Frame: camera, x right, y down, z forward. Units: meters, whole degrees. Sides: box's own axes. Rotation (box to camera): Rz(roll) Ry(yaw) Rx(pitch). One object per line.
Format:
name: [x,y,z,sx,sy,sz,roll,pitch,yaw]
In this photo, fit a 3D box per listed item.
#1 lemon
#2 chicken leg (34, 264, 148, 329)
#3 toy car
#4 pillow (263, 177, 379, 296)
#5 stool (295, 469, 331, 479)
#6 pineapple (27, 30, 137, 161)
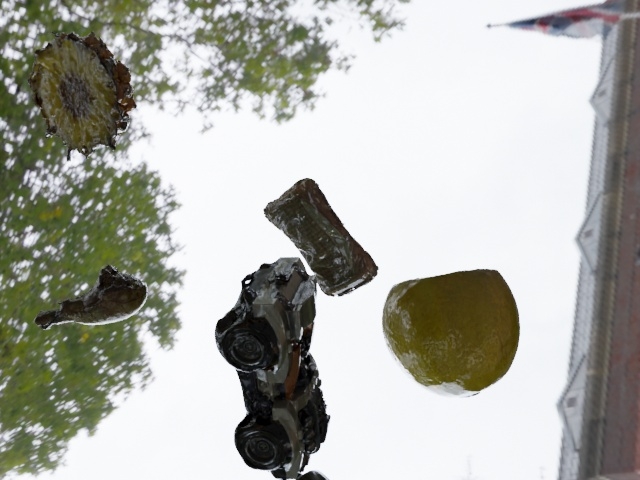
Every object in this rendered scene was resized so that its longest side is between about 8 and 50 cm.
lemon: [0.233,0.166,1.488,0.240,0.240,0.219,-4,-101,-29]
chicken leg: [-0.351,0.091,1.295,0.178,0.070,0.093,-21,-113,10]
toy car: [-0.049,0.177,1.156,0.193,0.118,0.301,-62,-34,-66]
pillow: [0.002,-0.001,1.440,0.211,0.135,0.034,53,-143,-6]
stool: [-0.002,0.390,1.221,0.096,0.096,0.110,-23,-130,-32]
pineapple: [-0.379,-0.228,1.349,0.221,0.221,0.047,55,-145,-1]
